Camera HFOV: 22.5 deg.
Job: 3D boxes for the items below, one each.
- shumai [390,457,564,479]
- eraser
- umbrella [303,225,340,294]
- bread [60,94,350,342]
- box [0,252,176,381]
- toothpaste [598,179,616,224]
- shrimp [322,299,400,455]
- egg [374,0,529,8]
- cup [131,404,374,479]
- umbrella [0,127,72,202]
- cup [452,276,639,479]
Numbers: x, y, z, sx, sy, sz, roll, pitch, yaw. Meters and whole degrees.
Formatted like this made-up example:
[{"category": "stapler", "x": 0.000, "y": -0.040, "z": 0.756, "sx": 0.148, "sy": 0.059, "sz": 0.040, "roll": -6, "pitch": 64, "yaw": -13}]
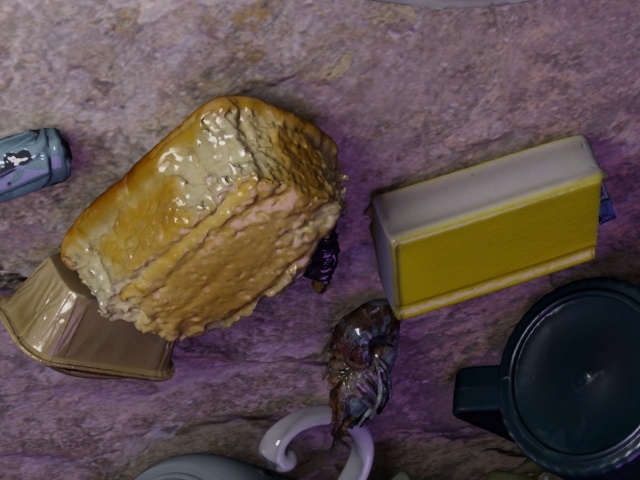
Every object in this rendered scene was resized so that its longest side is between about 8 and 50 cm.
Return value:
[{"category": "shumai", "x": 0.180, "y": 0.410, "z": 2.031, "sx": 0.323, "sy": 0.397, "sz": 0.324, "roll": 24, "pitch": 134, "yaw": -15}, {"category": "eraser", "x": 0.161, "y": -0.010, "z": 1.574, "sx": 0.226, "sy": 0.069, "sz": 0.158, "roll": -17, "pitch": 150, "yaw": -6}, {"category": "umbrella", "x": 0.000, "y": 0.000, "z": 1.526, "sx": 0.037, "sy": 0.040, "sz": 0.144, "roll": -8, "pitch": 144, "yaw": -7}, {"category": "bread", "x": -0.097, "y": -0.015, "z": 1.370, "sx": 0.174, "sy": 0.121, "sz": 0.245, "roll": 23, "pitch": 131, "yaw": -39}, {"category": "box", "x": -0.206, "y": 0.078, "z": 1.469, "sx": 0.177, "sy": 0.111, "sz": 0.111, "roll": 12, "pitch": 136, "yaw": -41}, {"category": "toothpaste", "x": 0.285, "y": -0.043, "z": 1.646, "sx": 0.020, "sy": 0.017, "sz": 0.083, "roll": -25, "pitch": 149, "yaw": 7}, {"category": "shrimp", "x": 0.038, "y": 0.155, "z": 1.732, "sx": 0.079, "sy": 0.090, "sz": 0.233, "roll": -22, "pitch": 140, "yaw": -38}, {"category": "egg", "x": 0.110, "y": -0.282, "z": 1.005, "sx": 0.337, "sy": 0.201, "sz": 0.337, "roll": 0, "pitch": 167, "yaw": 0}, {"category": "cup", "x": -0.073, "y": 0.341, "z": 1.845, "sx": 0.274, "sy": 0.259, "sz": 0.357, "roll": 31, "pitch": 91, "yaw": -52}, {"category": "umbrella", "x": -0.318, "y": -0.037, "z": 1.267, "sx": 0.250, "sy": 0.052, "sz": 0.053, "roll": -16, "pitch": 179, "yaw": -10}, {"category": "cup", "x": 0.345, "y": 0.176, "z": 1.856, "sx": 0.292, "sy": 0.308, "sz": 0.242, "roll": 28, "pitch": 92, "yaw": -50}]
